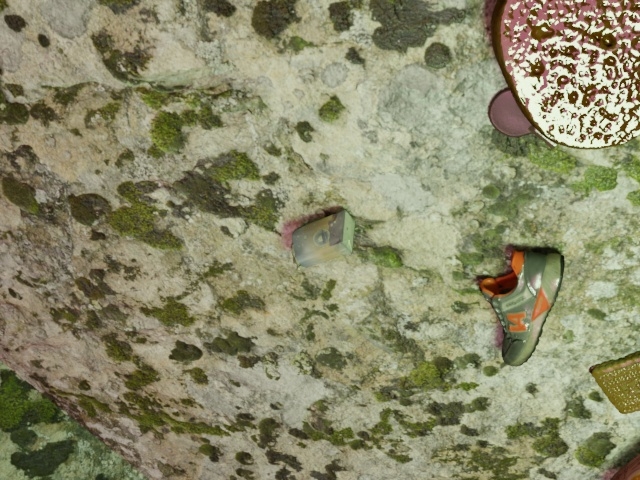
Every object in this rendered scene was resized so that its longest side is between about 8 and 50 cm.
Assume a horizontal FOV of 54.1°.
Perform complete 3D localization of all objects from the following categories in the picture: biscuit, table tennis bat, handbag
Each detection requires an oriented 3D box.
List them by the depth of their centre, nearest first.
[{"bbox_3d":[0.525,-0.369,1.197,0.350,0.070,0.394,-19,111,20],"label":"biscuit"},{"bbox_3d":[0.421,-0.228,1.296,0.170,0.119,0.107,36,128,-4],"label":"table tennis bat"},{"bbox_3d":[0.834,0.348,1.582,0.254,0.029,0.172,-30,109,32],"label":"biscuit"},{"bbox_3d":[0.000,0.000,1.584,0.173,0.117,0.095,-21,132,31],"label":"handbag"}]

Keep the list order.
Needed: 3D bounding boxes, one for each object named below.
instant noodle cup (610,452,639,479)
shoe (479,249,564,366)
[{"bbox_3d":[0.906,0.639,1.639,0.244,0.244,0.255,26,134,1],"label":"instant noodle cup"},{"bbox_3d":[0.464,0.161,1.532,0.171,0.132,0.336,18,124,13],"label":"shoe"}]
